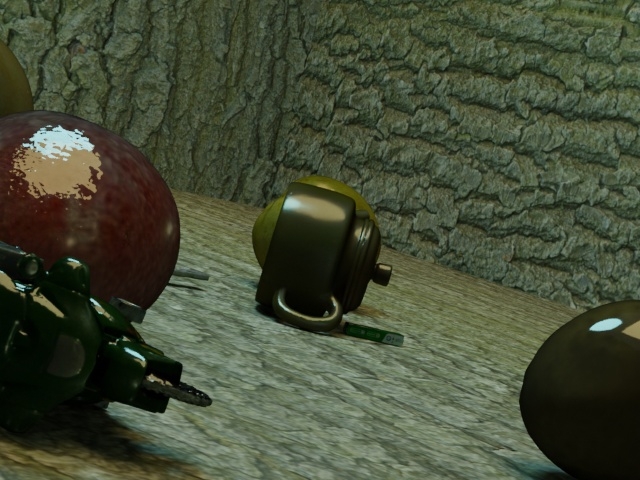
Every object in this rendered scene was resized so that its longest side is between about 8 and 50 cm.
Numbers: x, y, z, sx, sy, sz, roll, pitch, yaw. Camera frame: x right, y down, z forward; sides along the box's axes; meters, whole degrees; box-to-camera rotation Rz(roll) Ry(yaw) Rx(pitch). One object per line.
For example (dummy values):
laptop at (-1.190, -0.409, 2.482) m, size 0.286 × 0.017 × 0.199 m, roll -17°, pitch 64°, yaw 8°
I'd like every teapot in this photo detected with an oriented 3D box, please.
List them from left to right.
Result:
teapot at (0.012, 0.033, 1.901) m, size 0.175 × 0.185 × 0.267 m, roll 15°, pitch 41°, yaw 2°

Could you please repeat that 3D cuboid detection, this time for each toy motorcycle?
toy motorcycle at (-0.211, 0.067, 0.996) m, size 0.187 × 0.124 × 0.275 m, roll 24°, pitch -5°, yaw -39°

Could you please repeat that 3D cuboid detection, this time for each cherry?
cherry at (-0.254, -0.015, 1.295) m, size 0.236 × 0.212 × 0.285 m, roll 5°, pitch 12°, yaw 12°

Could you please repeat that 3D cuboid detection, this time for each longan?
longan at (0.290, 0.143, 1.245) m, size 0.212 × 0.198 × 0.198 m, roll 16°, pitch 3°, yaw -20°

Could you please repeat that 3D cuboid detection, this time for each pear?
pear at (0.000, 0.000, 2.189) m, size 0.209 × 0.208 × 0.209 m, roll 15°, pitch 4°, yaw -1°

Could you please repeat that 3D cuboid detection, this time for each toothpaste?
toothpaste at (0.073, 0.129, 1.884) m, size 0.083 × 0.017 × 0.020 m, roll 14°, pitch 1°, yaw -15°

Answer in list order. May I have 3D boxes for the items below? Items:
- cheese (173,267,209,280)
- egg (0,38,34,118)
cheese at (-0.237, 0.038, 1.894) m, size 0.192 × 0.037 × 0.097 m, roll 12°, pitch 6°, yaw -41°
egg at (-0.622, -0.208, 2.055) m, size 0.374 × 0.301 × 0.301 m, roll 7°, pitch 5°, yaw -12°
